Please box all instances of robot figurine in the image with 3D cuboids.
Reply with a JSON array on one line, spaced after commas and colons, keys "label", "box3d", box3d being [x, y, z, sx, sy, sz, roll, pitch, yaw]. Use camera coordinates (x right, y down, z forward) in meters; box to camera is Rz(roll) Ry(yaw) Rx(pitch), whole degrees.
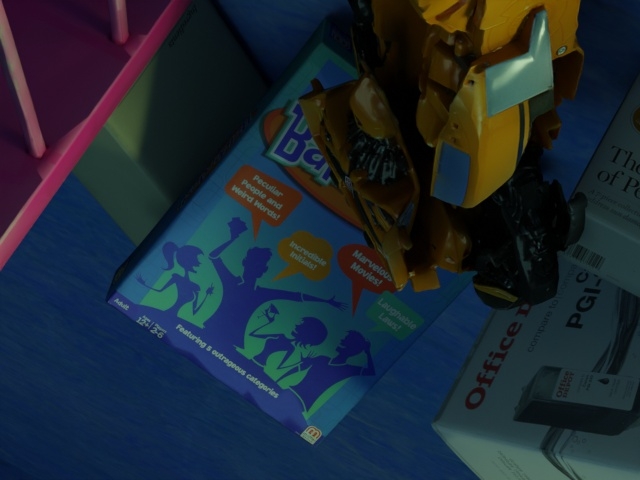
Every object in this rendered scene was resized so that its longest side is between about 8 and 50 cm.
[{"label": "robot figurine", "box3d": [0.047, -0.085, 0.790, 0.291, 0.085, 0.211, 90, 156, -58]}]

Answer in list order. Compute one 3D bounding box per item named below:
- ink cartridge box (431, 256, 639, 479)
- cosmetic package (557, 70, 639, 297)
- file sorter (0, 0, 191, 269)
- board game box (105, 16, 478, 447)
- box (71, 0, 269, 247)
[{"label": "ink cartridge box", "box3d": [0.191, 0.076, 0.941, 0.218, 0.158, 0.092, 5, 148, 48]}, {"label": "cosmetic package", "box3d": [0.239, 0.011, 0.821, 0.239, 0.099, 0.060, 28, 156, 7]}, {"label": "file sorter", "box3d": [-0.167, -0.161, 0.720, 0.202, 0.290, 0.182, 27, 156, 12]}, {"label": "board game box", "box3d": [0.000, 0.000, 1.002, 0.160, 0.210, 0.047, 36, -158, -12]}, {"label": "box", "box3d": [-0.104, -0.084, 1.054, 0.094, 0.113, 0.275, 16, 153, 36]}]
